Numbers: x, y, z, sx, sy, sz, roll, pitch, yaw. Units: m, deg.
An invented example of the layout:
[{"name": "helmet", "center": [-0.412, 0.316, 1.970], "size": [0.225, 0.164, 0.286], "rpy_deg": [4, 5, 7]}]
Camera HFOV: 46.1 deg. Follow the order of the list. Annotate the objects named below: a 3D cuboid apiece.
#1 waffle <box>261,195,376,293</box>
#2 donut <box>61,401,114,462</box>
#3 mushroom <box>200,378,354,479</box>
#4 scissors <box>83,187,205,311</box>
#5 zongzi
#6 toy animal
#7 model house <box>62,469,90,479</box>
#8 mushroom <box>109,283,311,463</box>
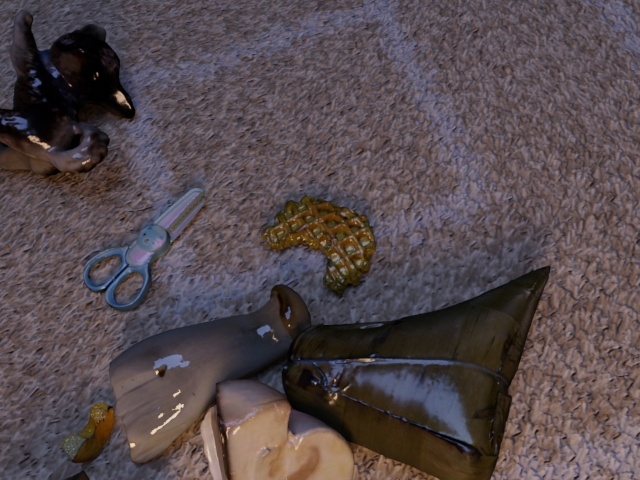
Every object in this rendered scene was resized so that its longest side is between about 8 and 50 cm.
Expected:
[{"name": "waffle", "center": [0.000, -0.002, 1.255], "size": [0.194, 0.051, 0.149], "rpy_deg": [23, 62, 19]}, {"name": "donut", "center": [-0.342, 0.280, 1.109], "size": [0.038, 0.067, 0.083], "rpy_deg": [16, 94, 35]}, {"name": "mushroom", "center": [-0.064, 0.277, 1.021], "size": [0.173, 0.236, 0.162], "rpy_deg": [-12, 26, -21]}, {"name": "scissors", "center": [-0.289, 0.004, 1.293], "size": [0.125, 0.030, 0.256], "rpy_deg": [32, 69, 24]}, {"name": "zongzi", "center": [0.142, 0.136, 1.087], "size": [0.323, 0.160, 0.360], "rpy_deg": [20, 63, 17]}, {"name": "toy animal", "center": [-0.475, -0.265, 1.397], "size": [0.302, 0.194, 0.344], "rpy_deg": [12, 63, 19]}, {"name": "model house", "center": [-0.309, 0.410, 0.962], "size": [0.243, 0.204, 0.211], "rpy_deg": [-32, 102, -38]}, {"name": "mushroom", "center": [-0.162, 0.187, 1.131], "size": [0.328, 0.122, 0.159], "rpy_deg": [-26, 95, -9]}]
